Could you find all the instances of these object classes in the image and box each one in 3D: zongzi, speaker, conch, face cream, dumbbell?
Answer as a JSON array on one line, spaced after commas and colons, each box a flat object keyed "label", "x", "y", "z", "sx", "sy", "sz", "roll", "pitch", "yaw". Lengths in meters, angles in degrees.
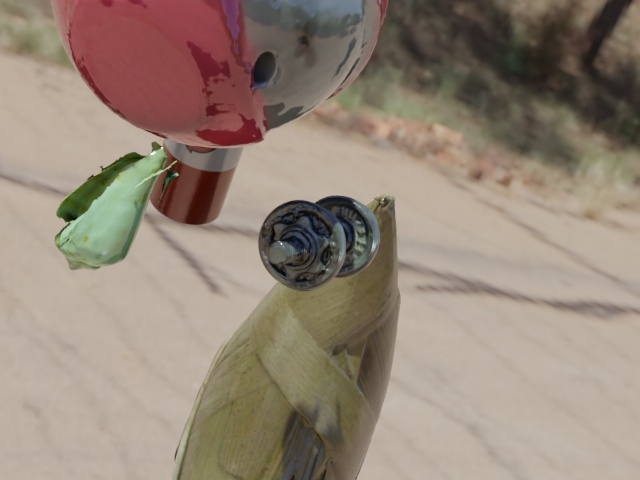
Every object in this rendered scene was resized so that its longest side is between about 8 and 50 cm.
[{"label": "zongzi", "x": -0.056, "y": 0.242, "z": 1.786, "sx": 0.218, "sy": 0.467, "sz": 0.500, "roll": 17, "pitch": 57, "yaw": 0}, {"label": "speaker", "x": -0.076, "y": -0.225, "z": 1.363, "sx": 0.294, "sy": 0.294, "sz": 0.294, "roll": 22, "pitch": 14, "yaw": -6}, {"label": "conch", "x": -0.224, "y": -0.043, "z": 1.720, "sx": 0.106, "sy": 0.170, "sz": 0.079, "roll": 43, "pitch": 8, "yaw": 32}, {"label": "face cream", "x": -0.135, "y": -0.128, "z": 1.921, "sx": 0.096, "sy": 0.214, "sz": 0.096, "roll": 14, "pitch": 35, "yaw": -10}, {"label": "dumbbell", "x": 0.000, "y": 0.000, "z": 1.461, "sx": 0.081, "sy": 0.081, "sz": 0.254, "roll": 26, "pitch": 11, "yaw": 13}]
